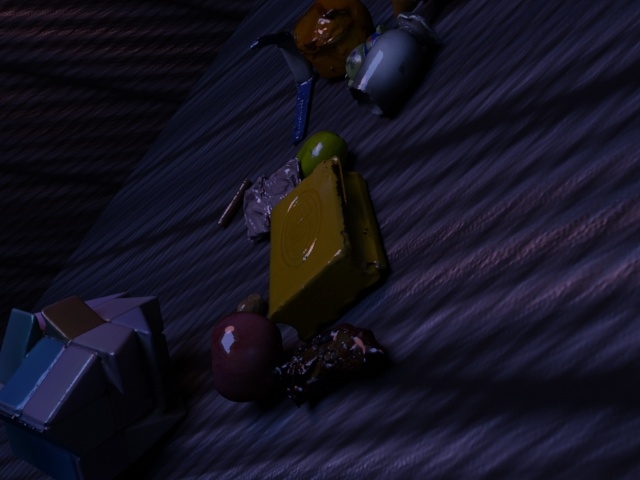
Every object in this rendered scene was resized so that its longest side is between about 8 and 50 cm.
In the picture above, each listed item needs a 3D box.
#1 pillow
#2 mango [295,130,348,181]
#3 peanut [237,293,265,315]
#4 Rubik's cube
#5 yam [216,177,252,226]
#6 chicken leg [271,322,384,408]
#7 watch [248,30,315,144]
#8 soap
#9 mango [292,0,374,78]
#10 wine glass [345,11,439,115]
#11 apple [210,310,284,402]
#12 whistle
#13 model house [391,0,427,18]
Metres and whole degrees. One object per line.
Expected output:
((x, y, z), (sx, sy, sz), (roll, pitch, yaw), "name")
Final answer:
((-0.113, -0.084, 1.441), (0.248, 0.049, 0.135), (-25, 68, 57), "pillow")
((-0.009, -0.169, 1.396), (0.163, 0.089, 0.117), (-26, 52, 45), "mango")
((-0.143, 0.152, 1.281), (0.053, 0.054, 0.113), (-22, 36, 47), "peanut")
((-0.469, 0.299, 1.345), (0.387, 0.359, 0.368), (9, 25, 34), "Rubik's cube")
((-0.227, -0.100, 1.743), (0.145, 0.032, 0.032), (-60, 27, -11), "yam")
((0.012, 0.180, 0.980), (0.233, 0.063, 0.105), (-35, 37, 32), "chicken leg")
((-0.070, -0.419, 1.748), (0.068, 0.277, 0.274), (-18, 16, 20), "watch")
((0.000, 0.000, 1.177), (0.204, 0.096, 0.325), (-42, 28, 23), "soap")
((0.026, -0.523, 1.685), (0.198, 0.201, 0.350), (-10, 17, -9), "mango")
((0.148, -0.363, 1.348), (0.204, 0.111, 0.111), (-54, 26, -4), "wine glass")
((-0.120, 0.192, 1.093), (0.153, 0.119, 0.154), (178, 90, -88), "apple")
((0.136, -0.425, 1.473), (0.227, 0.085, 0.105), (-29, 45, 40), "whistle")
((0.257, -0.612, 1.441), (0.271, 0.190, 0.301), (32, 101, 61), "model house")
